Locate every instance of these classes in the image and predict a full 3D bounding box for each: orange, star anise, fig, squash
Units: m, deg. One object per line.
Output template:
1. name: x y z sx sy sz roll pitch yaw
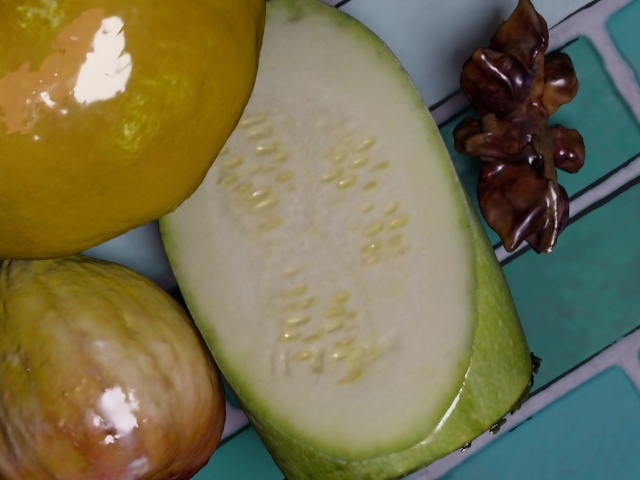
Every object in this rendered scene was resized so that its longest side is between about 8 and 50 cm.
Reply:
1. orange: -0.166 -0.122 1.077 0.279 0.235 0.279 -2 79 11
2. star anise: 0.122 -0.067 1.167 0.057 0.168 0.167 -8 103 23
3. fig: -0.162 0.049 1.181 0.159 0.159 0.257 -25 85 1
4. squash: 0.000 0.000 1.144 0.189 0.189 0.260 -26 107 1
